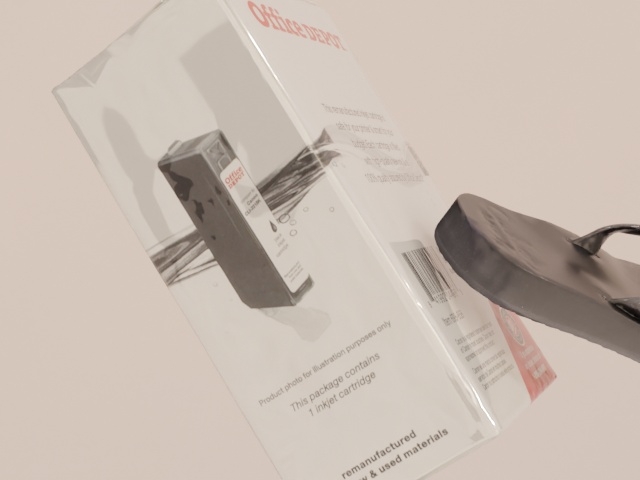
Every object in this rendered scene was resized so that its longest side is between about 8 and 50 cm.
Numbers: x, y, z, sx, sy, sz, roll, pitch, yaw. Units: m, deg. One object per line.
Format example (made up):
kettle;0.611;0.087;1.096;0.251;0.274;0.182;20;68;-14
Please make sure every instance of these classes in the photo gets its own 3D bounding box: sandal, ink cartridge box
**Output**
sandal;0.173;0.025;0.748;0.254;0.097;0.054;17;-62;-41
ink cartridge box;0.000;0.000;0.748;0.114;0.197;0.273;-33;-98;16
